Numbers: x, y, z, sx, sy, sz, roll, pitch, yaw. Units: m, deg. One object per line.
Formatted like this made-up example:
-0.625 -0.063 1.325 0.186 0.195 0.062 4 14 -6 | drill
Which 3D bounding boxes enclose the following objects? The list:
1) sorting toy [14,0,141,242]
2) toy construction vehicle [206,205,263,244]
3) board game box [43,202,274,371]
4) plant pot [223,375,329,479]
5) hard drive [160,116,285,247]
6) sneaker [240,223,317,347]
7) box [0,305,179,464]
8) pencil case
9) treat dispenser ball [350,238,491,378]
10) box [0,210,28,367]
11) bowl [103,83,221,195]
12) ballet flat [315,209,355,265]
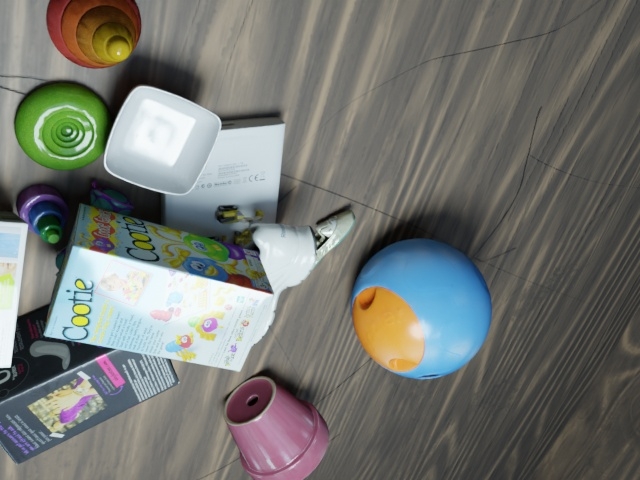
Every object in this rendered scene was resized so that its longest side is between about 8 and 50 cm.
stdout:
-0.318 -0.150 0.820 0.127 0.126 0.366 9 115 -40 | sorting toy
-0.147 -0.013 1.048 0.098 0.035 0.086 -3 123 -34 | toy construction vehicle
-0.230 0.070 0.900 0.275 0.142 0.144 17 110 -24 | board game box
-0.109 0.399 1.342 0.201 0.201 0.180 -36 120 -8 | plant pot
-0.169 -0.052 1.058 0.203 0.040 0.308 -11 127 -29 | hard drive
-0.126 0.076 1.086 0.129 0.111 0.297 17 120 -30 | sneaker
-0.391 0.196 0.994 0.270 0.165 0.143 -24 132 -19 | box
-0.346 -0.010 0.946 0.070 0.064 0.152 32 102 -7 | pencil case
0.206 0.140 1.289 0.288 0.288 0.288 -19 130 -24 | treat dispenser ball
-0.474 0.063 0.836 0.114 0.103 0.203 4 98 -37 | box
-0.229 -0.146 0.887 0.142 0.053 0.142 18 109 -34 | bowl
0.000 0.000 1.209 0.052 0.057 0.168 37 96 -36 | ballet flat
